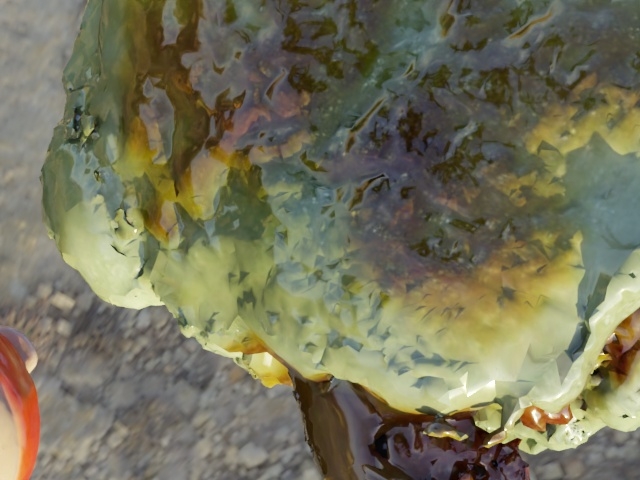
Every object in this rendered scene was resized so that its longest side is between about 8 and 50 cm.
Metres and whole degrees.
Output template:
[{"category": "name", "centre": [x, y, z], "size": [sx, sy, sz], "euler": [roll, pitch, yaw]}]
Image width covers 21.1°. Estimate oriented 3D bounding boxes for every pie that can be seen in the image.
[{"category": "pie", "centre": [0.034, -0.047, 0.611], "size": [0.274, 0.105, 0.257], "euler": [43, 100, 20]}]

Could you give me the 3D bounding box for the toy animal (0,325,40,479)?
[{"category": "toy animal", "centre": [-0.219, 0.118, 0.845], "size": [0.171, 0.171, 0.197], "euler": [12, 41, -14]}]
